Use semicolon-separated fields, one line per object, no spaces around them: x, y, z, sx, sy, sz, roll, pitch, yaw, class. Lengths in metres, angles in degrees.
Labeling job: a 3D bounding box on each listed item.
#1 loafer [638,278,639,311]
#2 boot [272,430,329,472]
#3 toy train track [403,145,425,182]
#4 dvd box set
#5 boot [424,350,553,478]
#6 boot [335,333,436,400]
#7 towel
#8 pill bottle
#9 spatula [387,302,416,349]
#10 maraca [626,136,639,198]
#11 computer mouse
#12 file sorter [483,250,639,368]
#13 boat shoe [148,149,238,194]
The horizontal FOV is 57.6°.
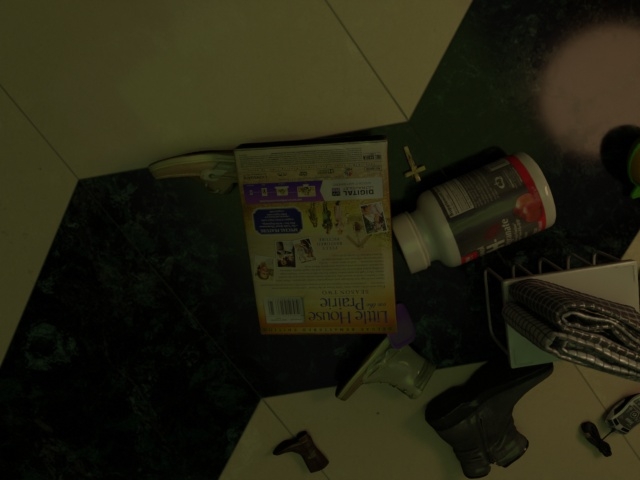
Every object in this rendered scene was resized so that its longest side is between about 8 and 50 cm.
0.837;0.045;1.304;0.112;0.111;0.320;33;100;-8;loafer
-0.047;0.542;1.450;0.106;0.037;0.114;-29;106;8;boot
0.204;-0.170;1.297;0.048;0.014;0.083;-21;97;11;toy train track
0.000;0.000;1.213;0.307;0.062;0.421;-3;111;10;dvd box set
0.440;0.414;1.397;0.338;0.118;0.223;-34;104;18;boot
0.153;0.329;1.377;0.165;0.077;0.213;41;92;-9;boot
0.514;0.167;1.092;0.283;0.235;0.121;18;95;-5;towel
0.314;-0.049;1.243;0.318;0.176;0.176;-23;102;5;pill bottle
0.154;0.100;1.338;0.084;0.030;0.297;-21;99;-32;spatula
0.728;-0.163;1.266;0.127;0.099;0.186;-18;129;5;maraca
0.741;0.440;1.433;0.106;0.042;0.193;43;105;-5;computer mouse
0.524;0.139;1.290;0.277;0.173;0.193;-9;102;1;file sorter
-0.213;-0.144;1.251;0.302;0.109;0.098;-6;102;-5;boat shoe
